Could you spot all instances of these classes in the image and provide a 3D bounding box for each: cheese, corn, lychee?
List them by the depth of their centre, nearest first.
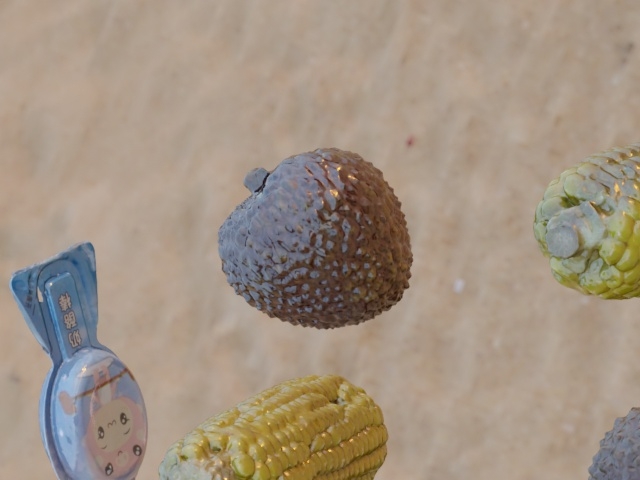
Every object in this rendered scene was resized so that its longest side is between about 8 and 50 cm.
[{"bbox_3d":[-0.028,0.145,1.333,0.097,0.097,0.262,-64,-18,15],"label":"corn"},{"bbox_3d":[0.296,-0.029,1.569,0.120,0.363,0.120,10,105,42],"label":"corn"},{"bbox_3d":[-0.207,0.130,1.742,0.052,0.135,0.244,-6,103,31],"label":"cheese"},{"bbox_3d":[-0.005,-0.003,1.937,0.194,0.194,0.194,-53,25,39],"label":"lychee"},{"bbox_3d":[0.373,0.250,2.020,0.238,0.200,0.200,119,164,-63],"label":"lychee"}]
